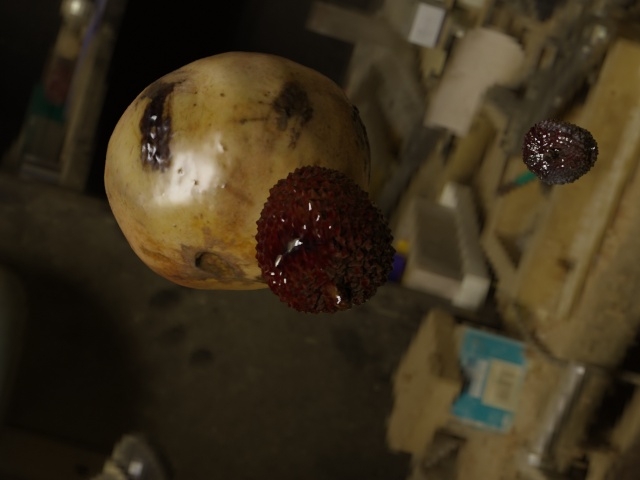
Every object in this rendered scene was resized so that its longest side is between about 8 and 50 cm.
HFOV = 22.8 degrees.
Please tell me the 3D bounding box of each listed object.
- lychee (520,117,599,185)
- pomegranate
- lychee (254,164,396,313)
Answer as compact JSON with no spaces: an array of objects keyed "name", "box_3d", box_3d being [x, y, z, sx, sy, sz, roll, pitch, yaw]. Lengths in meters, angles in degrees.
[{"name":"lychee","box_3d":[0.230,-0.087,1.526,0.068,0.083,0.067,-30,74,29]},{"name":"pomegranate","box_3d":[-0.097,-0.081,1.891,0.322,0.322,0.322,-164,90,-77]},{"name":"lychee","box_3d":[0.003,-0.002,1.370,0.123,0.123,0.129,139,134,-68]}]
